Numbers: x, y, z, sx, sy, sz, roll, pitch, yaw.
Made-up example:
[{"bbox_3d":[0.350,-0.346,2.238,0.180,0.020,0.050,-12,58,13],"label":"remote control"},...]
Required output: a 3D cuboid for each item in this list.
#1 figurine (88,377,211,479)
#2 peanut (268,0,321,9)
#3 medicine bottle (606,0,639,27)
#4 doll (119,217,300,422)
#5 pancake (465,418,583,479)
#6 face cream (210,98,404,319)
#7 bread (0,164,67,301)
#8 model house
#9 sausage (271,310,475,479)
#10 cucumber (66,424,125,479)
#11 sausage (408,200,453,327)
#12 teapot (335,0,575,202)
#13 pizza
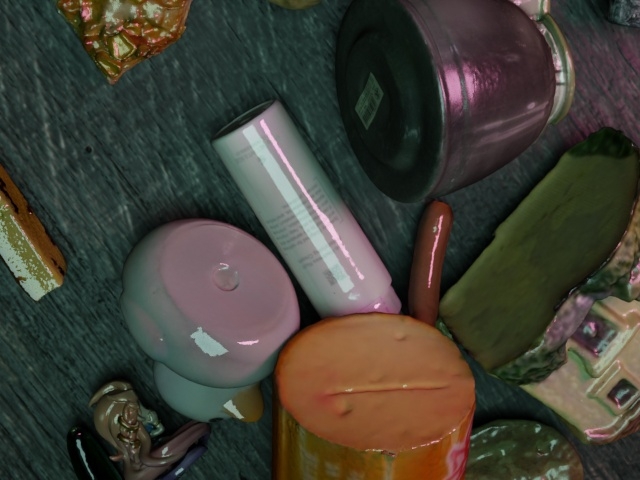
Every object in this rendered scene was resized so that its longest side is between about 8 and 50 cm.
[{"bbox_3d":[-0.216,0.242,1.727,0.157,0.126,0.114,28,72,-10],"label":"figurine"},{"bbox_3d":[0.019,-0.365,1.581,0.253,0.137,0.122,-43,104,4],"label":"peanut"},{"bbox_3d":[0.393,-0.386,1.597,0.141,0.141,0.293,4,103,-5],"label":"medicine bottle"},{"bbox_3d":[-0.138,0.104,1.678,0.221,0.221,0.251,-40,78,6],"label":"doll"},{"bbox_3d":[0.233,0.336,1.817,0.222,0.042,0.236,-17,108,-4],"label":"pancake"},{"bbox_3d":[0.000,0.000,1.688,0.102,0.102,0.345,-30,104,4],"label":"face cream"},{"bbox_3d":[-0.376,-0.039,1.660,0.049,0.088,0.226,-30,105,5],"label":"bread"},{"bbox_3d":[0.339,0.079,1.646,0.266,0.261,0.321,38,97,-23],"label":"model house"},{"bbox_3d":[0.056,0.256,1.640,0.233,0.233,0.287,1,130,-4],"label":"sausage"},{"bbox_3d":[-0.252,0.349,1.783,0.056,0.056,0.284,-20,107,1],"label":"cucumber"},{"bbox_3d":[0.131,0.037,1.703,0.040,0.047,0.176,21,71,-34],"label":"sausage"},{"bbox_3d":[0.150,-0.219,1.604,0.239,0.239,0.321,-15,83,-25],"label":"teapot"},{"bbox_3d":[-0.232,-0.256,1.630,0.182,0.062,0.161,8,109,-7],"label":"pizza"}]
